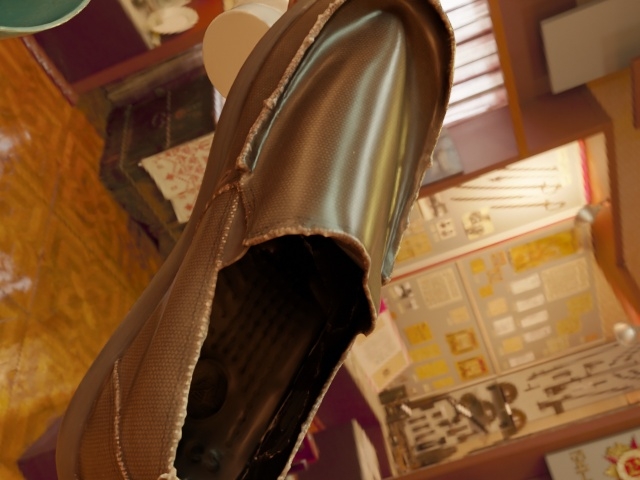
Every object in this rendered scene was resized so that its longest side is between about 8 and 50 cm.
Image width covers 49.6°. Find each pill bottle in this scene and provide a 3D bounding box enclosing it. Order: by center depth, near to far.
[{"bbox_3d":[-0.040,-0.302,1.021,0.283,0.160,0.161,-47,121,-49],"label":"pill bottle"}]

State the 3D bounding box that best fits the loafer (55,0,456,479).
[{"bbox_3d":[0.000,0.000,0.382,0.133,0.130,0.366,33,73,-30],"label":"loafer"}]

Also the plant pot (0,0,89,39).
[{"bbox_3d":[-0.356,-0.296,0.584,0.290,0.195,0.291,22,65,-56],"label":"plant pot"}]

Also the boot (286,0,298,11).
[{"bbox_3d":[0.003,-0.305,0.548,0.109,0.284,0.220,-6,40,-45],"label":"boot"}]
